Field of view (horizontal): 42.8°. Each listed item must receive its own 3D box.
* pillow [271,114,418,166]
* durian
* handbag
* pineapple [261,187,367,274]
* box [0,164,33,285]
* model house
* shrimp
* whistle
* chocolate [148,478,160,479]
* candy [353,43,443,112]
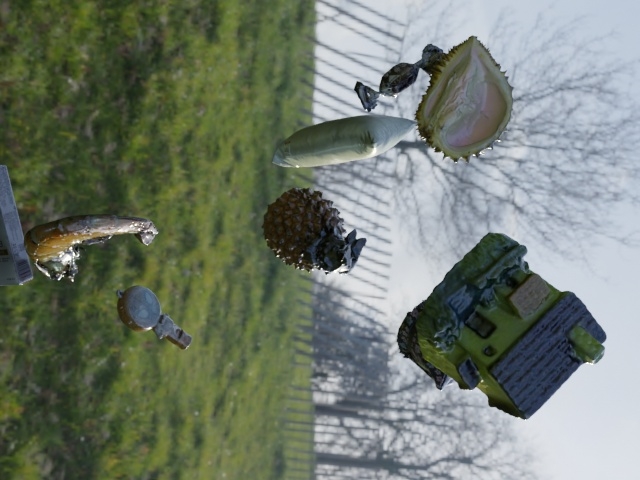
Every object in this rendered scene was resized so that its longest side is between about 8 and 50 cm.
[{"bbox_3d":[0.041,-0.181,1.465,0.254,0.144,0.078,-4,-77,43],"label":"pillow"},{"bbox_3d":[0.295,-0.276,1.682,0.138,0.183,0.249,-162,-88,-80],"label":"durian"},{"bbox_3d":[0.308,0.274,2.216,0.208,0.127,0.228,44,-43,34],"label":"handbag"},{"bbox_3d":[0.001,0.002,2.170,0.357,0.223,0.223,37,-58,52],"label":"pineapple"},{"bbox_3d":[-0.571,-0.026,1.462,0.039,0.055,0.218,-38,122,-64],"label":"box"},{"bbox_3d":[0.271,0.133,1.146,0.211,0.194,0.170,38,-23,31],"label":"model house"},{"bbox_3d":[-0.393,0.008,1.411,0.290,0.222,0.054,133,-56,-65],"label":"shrimp"},{"bbox_3d":[-0.386,0.180,1.876,0.057,0.220,0.107,-29,-146,32],"label":"whistle"},{"bbox_3d":[-0.355,0.611,1.919,0.219,0.086,0.085,59,32,-65],"label":"chocolate"},{"bbox_3d":[0.172,-0.350,1.744,0.094,0.226,0.051,48,-15,35],"label":"candy"}]
